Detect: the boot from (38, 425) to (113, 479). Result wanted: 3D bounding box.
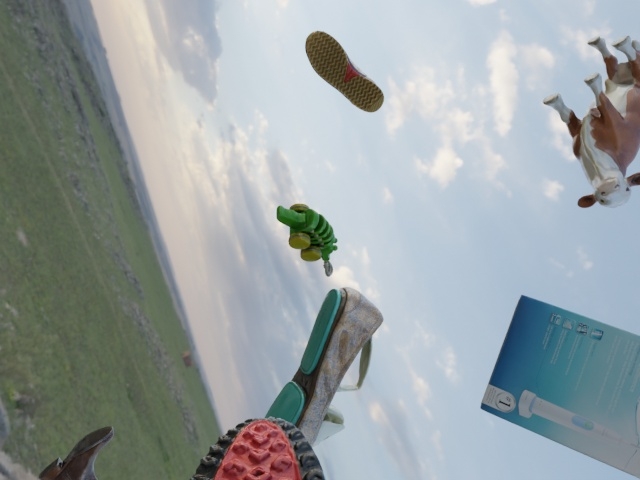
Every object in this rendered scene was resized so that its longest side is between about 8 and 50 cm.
[{"bbox_3d":[-0.279,0.307,0.677,0.114,0.106,0.037,57,-4,-16],"label":"boot"}]

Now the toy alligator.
[{"bbox_3d":[0.000,0.000,0.729,0.190,0.051,0.056,50,34,-53],"label":"toy alligator"}]

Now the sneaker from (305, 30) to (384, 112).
[{"bbox_3d":[0.042,-0.310,0.992,0.185,0.069,0.084,47,10,-8],"label":"sneaker"}]

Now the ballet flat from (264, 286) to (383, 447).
[{"bbox_3d":[0.004,0.226,0.794,0.316,0.106,0.107,-63,-162,4],"label":"ballet flat"}]

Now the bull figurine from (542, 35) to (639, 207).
[{"bbox_3d":[0.460,-0.194,0.840,0.101,0.310,0.188,-10,-56,53],"label":"bull figurine"}]

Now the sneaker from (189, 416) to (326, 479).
[{"bbox_3d":[-0.040,0.257,0.354,0.125,0.104,0.262,94,-9,-50],"label":"sneaker"}]

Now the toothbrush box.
[{"bbox_3d":[0.457,0.246,0.914,0.126,0.295,0.216,23,86,-68],"label":"toothbrush box"}]
